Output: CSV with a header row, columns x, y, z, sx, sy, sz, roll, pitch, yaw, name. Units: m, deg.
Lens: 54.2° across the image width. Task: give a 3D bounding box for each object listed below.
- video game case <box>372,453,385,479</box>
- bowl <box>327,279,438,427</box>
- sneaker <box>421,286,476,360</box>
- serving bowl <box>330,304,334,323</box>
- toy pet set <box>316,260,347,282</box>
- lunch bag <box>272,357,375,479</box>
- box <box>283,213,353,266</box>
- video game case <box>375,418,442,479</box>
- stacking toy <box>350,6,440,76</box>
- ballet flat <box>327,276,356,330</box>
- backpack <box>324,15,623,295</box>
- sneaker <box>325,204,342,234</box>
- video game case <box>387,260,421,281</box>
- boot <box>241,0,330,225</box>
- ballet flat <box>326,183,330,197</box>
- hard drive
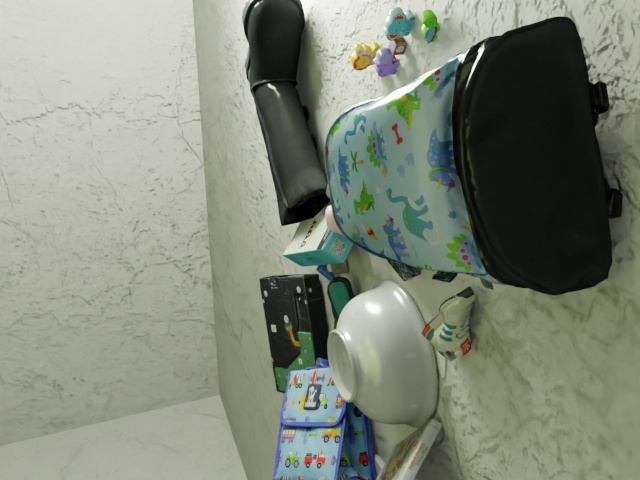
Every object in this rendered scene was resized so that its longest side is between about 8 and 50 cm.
x,y,z,sx,sy,sz,roll,pitch,yaw,name
0.156,0.586,1.406,0.157,0.019,0.143,-139,44,-63,video game case
0.099,0.233,1.228,0.298,0.134,0.297,170,90,-72,bowl
0.217,0.135,0.977,0.075,0.057,0.161,54,151,21,sneaker
0.043,0.181,1.531,0.083,0.027,0.083,172,90,-72,serving bowl
0.017,0.074,1.491,0.114,0.065,0.122,166,94,-73,toy pet set
0.010,0.431,1.505,0.221,0.138,0.293,-19,62,44,lunch bag
0.000,0.000,1.420,0.100,0.060,0.244,-63,18,-14,box
0.134,0.448,1.167,0.026,0.206,0.227,34,148,7,video game case
0.116,-0.327,1.034,0.221,0.052,0.167,107,148,-52,stacking toy
0.061,0.175,1.432,0.074,0.074,0.203,-159,55,-69,ballet flat
0.155,-0.088,0.786,0.355,0.274,0.290,-127,24,-77,backpack
0.048,-0.077,1.273,0.070,0.051,0.134,15,94,28,sneaker
0.104,-0.074,1.115,0.210,0.042,0.232,-122,12,-50,video game case
-0.076,-0.296,1.456,0.367,0.146,0.445,105,155,-71,boot
0.052,-0.126,1.320,0.052,0.057,0.168,61,155,23,ballet flat
-0.064,0.263,1.739,0.237,0.064,0.338,-8,91,54,hard drive
